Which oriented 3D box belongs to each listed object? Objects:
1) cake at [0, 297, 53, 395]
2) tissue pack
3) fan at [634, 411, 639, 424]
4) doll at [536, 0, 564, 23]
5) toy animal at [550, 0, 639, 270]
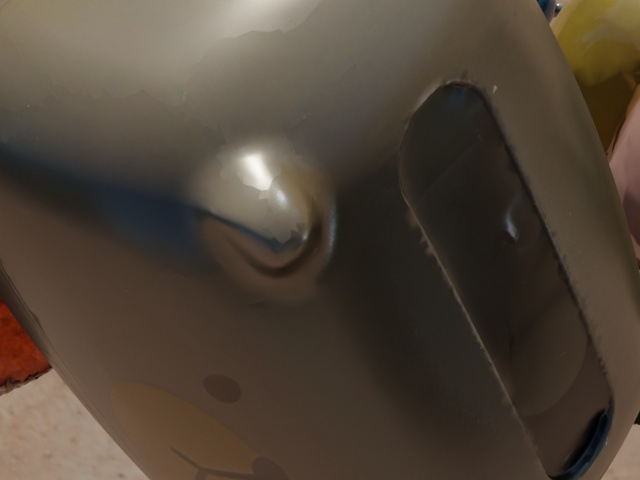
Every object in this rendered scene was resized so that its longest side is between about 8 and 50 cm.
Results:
[{"bbox_3d":[-0.226,-0.022,0.798,0.151,0.177,0.283,-22,45,43],"label":"cake"},{"bbox_3d":[0.000,0.000,0.654,0.267,0.387,0.277,-44,40,-20],"label":"tissue pack"},{"bbox_3d":[0.385,0.160,1.460,0.223,0.294,0.012,-10,41,3],"label":"fan"},{"bbox_3d":[0.230,-0.268,1.599,0.114,0.152,0.085,-8,76,3],"label":"doll"},{"bbox_3d":[0.220,-0.070,0.778,0.169,0.195,0.281,-44,40,20],"label":"toy animal"}]
